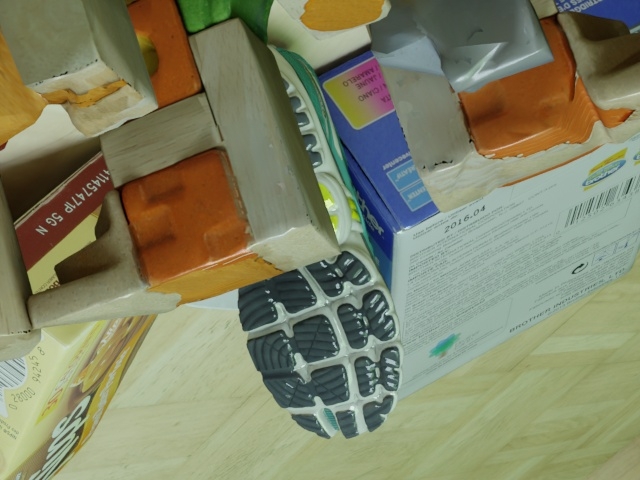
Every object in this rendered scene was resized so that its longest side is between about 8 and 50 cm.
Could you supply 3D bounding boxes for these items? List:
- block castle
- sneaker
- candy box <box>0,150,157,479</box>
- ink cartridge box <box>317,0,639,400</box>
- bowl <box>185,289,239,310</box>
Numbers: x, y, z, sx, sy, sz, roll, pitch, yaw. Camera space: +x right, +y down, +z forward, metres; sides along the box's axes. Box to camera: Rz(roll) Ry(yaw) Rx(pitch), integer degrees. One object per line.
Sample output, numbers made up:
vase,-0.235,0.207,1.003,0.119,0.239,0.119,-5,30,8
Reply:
block castle,-0.035,-0.129,0.605,0.453,0.212,0.303,-21,164,10
sneaker,0.000,0.000,1.062,0.107,0.275,0.110,-9,-166,19
candy box,-0.198,0.087,1.095,0.183,0.087,0.316,-47,173,-46
ink cartridge box,0.132,-0.057,1.227,0.270,0.151,0.395,-28,158,-13
bowl,-0.051,0.003,1.190,0.142,0.053,0.142,0,153,3
